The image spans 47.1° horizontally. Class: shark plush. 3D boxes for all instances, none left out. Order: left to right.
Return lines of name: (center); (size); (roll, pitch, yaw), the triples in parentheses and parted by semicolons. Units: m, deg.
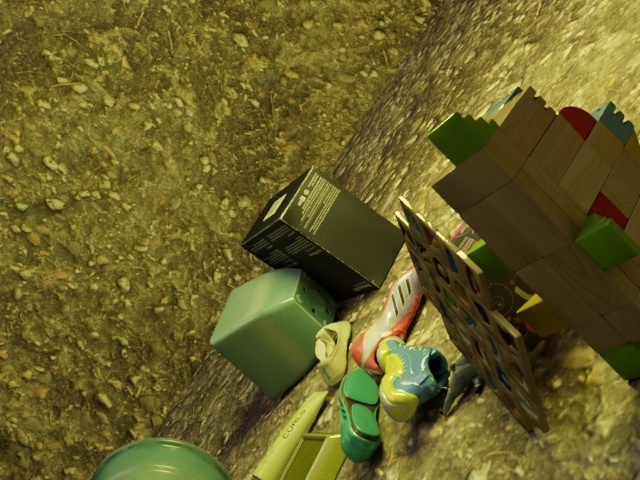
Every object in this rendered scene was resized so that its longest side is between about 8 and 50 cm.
shark plush: (0.233, 0.212, 1.159); (0.161, 0.073, 0.067); (-48, 43, 9)

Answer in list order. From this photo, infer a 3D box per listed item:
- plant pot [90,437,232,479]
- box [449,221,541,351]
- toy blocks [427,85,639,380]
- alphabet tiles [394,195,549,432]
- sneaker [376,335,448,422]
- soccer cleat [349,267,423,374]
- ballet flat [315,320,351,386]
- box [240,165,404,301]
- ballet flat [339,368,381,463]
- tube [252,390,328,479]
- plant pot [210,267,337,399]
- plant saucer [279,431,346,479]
plant pot: (-0.355, 0.639, 1.494); (0.341, 0.341, 0.334); (-52, 9, 13)
box: (0.310, 0.015, 1.126); (0.247, 0.163, 0.142); (-54, 16, 2)
toy blocks: (0.319, -0.059, 0.906); (0.261, 0.381, 0.191); (-49, 6, -37)
alphabet tiles: (0.196, 0.096, 0.998); (0.011, 0.285, 0.342); (-27, 32, -5)
sneaker: (0.173, 0.228, 1.313); (0.126, 0.091, 0.240); (-32, 18, 15)
soccer cleat: (0.160, 0.167, 1.527); (0.248, 0.083, 0.095); (-52, 41, -9)
ballet flat: (0.026, 0.249, 1.758); (0.086, 0.086, 0.248); (-50, 13, 20)
box: (0.000, 0.000, 1.975); (0.179, 0.312, 0.343); (-59, 14, -23)
ballet flat: (0.066, 0.336, 1.397); (0.247, 0.083, 0.087); (-88, 21, -71)
tube: (-0.064, 0.440, 1.654); (0.070, 0.062, 0.240); (19, 63, 35)
plant pot: (-0.098, 0.219, 1.966); (0.252, 0.248, 0.247); (-36, 20, 28)
plant saucer: (-0.025, 0.461, 1.473); (0.188, 0.045, 0.188); (-61, 14, -23)
